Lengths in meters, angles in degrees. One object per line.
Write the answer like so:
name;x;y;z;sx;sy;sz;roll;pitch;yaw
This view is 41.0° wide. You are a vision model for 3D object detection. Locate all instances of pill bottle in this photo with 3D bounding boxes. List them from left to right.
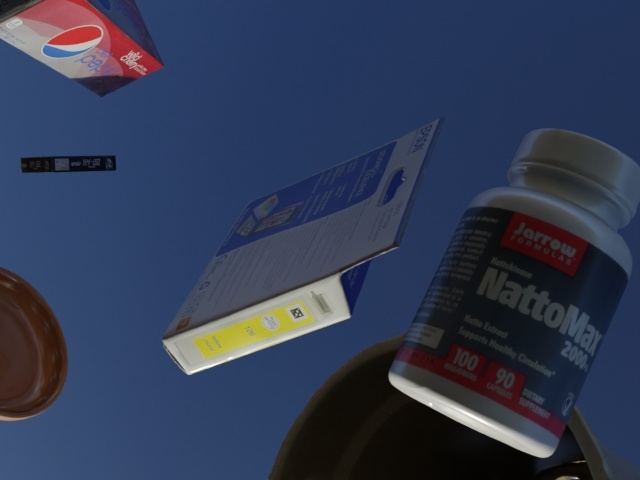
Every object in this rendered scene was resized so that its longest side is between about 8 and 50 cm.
pill bottle;0.126;0.028;0.523;0.108;0.108;0.180;20;-102;35

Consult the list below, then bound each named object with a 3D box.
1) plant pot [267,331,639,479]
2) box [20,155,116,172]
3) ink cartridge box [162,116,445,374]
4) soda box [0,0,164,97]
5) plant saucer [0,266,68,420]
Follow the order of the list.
plant pot;0.168;0.274;0.734;0.334;0.305;0.334;-22;-123;38
box;-0.286;-0.087;0.972;0.067;0.083;0.018;3;-83;41
ink cartridge box;0.000;0.000;0.990;0.307;0.303;0.072;-19;-66;28
soda box;-0.241;-0.221;0.832;0.083;0.263;0.092;-25;-95;5
plant saucer;-0.390;0.123;1.020;0.037;0.200;0.200;-30;-114;23
